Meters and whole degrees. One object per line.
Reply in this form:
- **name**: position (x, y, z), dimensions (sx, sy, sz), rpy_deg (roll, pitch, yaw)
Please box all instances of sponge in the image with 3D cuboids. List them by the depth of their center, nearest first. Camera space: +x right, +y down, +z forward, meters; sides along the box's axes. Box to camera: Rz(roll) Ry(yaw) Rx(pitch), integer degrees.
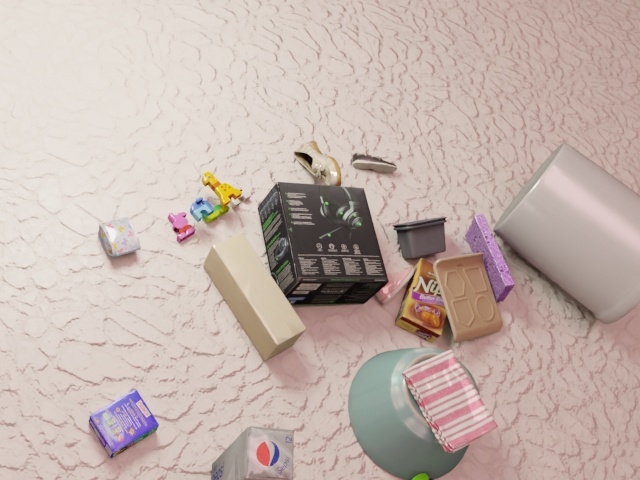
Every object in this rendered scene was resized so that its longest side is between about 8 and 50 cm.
- **sponge**: position (0.438, 0.048, 2.120), dimensions (0.031, 0.117, 0.210), rpy_deg (-14, 66, -11)

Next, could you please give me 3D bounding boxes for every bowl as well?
- **bowl**: position (0.232, 0.363, 1.823), dimensions (0.311, 0.163, 0.312), rpy_deg (10, 58, -16)

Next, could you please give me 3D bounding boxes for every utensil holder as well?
- **utensil holder**: position (0.701, -0.025, 2.155), dimensions (0.385, 0.328, 0.327), rpy_deg (38, 54, 6)

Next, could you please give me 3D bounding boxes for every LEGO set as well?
- **LEGO set**: position (-0.268, -0.102, 1.935), dimensions (0.227, 0.087, 0.093), rpy_deg (-35, 79, -35)

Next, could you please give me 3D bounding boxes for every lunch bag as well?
- **lunch bag**: position (-0.450, -0.002, 1.821), dimensions (0.071, 0.053, 0.083), rpy_deg (-20, 61, -33)

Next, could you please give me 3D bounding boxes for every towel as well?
- **towel**: position (0.277, 0.338, 1.737), dimensions (0.144, 0.029, 0.197), rpy_deg (-19, 70, -31)

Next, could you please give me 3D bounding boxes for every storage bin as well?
- **storage bin**: position (0.257, -0.006, 2.103), dimensions (0.135, 0.098, 0.091), rpy_deg (-9, 93, -27)

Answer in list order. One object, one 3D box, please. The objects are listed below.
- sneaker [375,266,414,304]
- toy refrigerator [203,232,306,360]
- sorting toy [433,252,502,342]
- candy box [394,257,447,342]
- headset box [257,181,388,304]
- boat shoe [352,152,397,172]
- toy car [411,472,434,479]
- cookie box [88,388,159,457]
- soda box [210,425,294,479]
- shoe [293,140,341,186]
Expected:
- **sneaker**: position (0.176, 0.093, 2.025), dimensions (0.070, 0.051, 0.134), rpy_deg (46, 59, 2)
- **toy refrigerator**: position (-0.149, 0.125, 1.841), dimensions (0.094, 0.102, 0.270), rpy_deg (-26, 73, -32)
- **sorting toy**: position (0.366, 0.142, 2.043), dimensions (0.192, 0.038, 0.208), rpy_deg (-7, 81, -41)
- **candy box**: position (0.264, 0.147, 2.031), dimensions (0.109, 0.053, 0.187), rpy_deg (27, 53, -6)
- **headset box**: position (0.000, 0.000, 1.944), dimensions (0.246, 0.131, 0.283), rpy_deg (1, 62, -29)
- **boat shoe**: position (0.147, -0.210, 2.199), dimensions (0.125, 0.046, 0.038), rpy_deg (6, 64, -10)
- **toy car**: position (0.262, 0.610, 1.756), dimensions (0.239, 0.053, 0.225), rpy_deg (-23, 72, -32)
- **cookie box**: position (-0.394, 0.366, 1.633), dimensions (0.107, 0.040, 0.092), rpy_deg (-28, 74, -32)
- **soda box**: position (-0.135, 0.440, 1.545), dimensions (0.091, 0.286, 0.098), rpy_deg (10, 59, -17)
- **shoe**: position (-0.007, -0.187, 2.066), dimensions (0.058, 0.077, 0.219), rpy_deg (-12, 32, -19)
